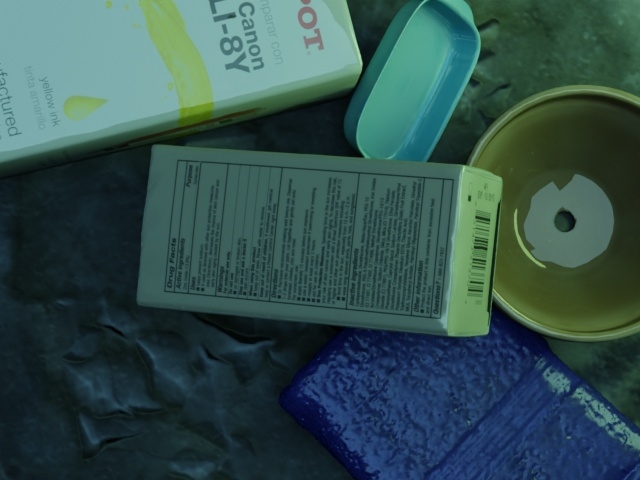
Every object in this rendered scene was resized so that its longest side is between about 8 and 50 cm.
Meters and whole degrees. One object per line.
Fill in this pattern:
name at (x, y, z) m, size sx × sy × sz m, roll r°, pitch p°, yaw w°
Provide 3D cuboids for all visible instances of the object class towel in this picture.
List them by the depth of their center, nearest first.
towel at (0.137, 0.177, 1.751) m, size 0.308 × 0.076 × 0.227 m, roll 45°, pitch 78°, yaw 0°

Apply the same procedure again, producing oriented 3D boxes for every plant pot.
plant pot at (0.238, -0.022, 1.747) m, size 0.237 × 0.110 × 0.237 m, roll 0°, pitch 87°, yaw -4°

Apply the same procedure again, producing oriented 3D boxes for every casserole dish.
casserole dish at (0.082, -0.145, 1.755) m, size 0.114 × 0.037 × 0.188 m, roll 32°, pitch 82°, yaw -47°

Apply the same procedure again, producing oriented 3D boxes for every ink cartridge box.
ink cartridge box at (-0.179, -0.231, 1.705) m, size 0.384 × 0.160 × 0.279 m, roll -14°, pitch 88°, yaw -5°

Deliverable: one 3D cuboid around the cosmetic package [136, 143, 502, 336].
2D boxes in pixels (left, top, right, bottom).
cosmetic package at (0.000, 0.000, 1.664) m, size 0.296 × 0.129 × 0.153 m, roll 6°, pitch 89°, yaw 21°
